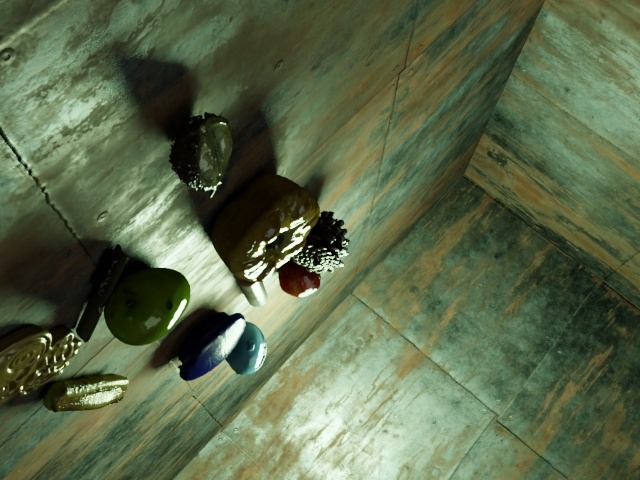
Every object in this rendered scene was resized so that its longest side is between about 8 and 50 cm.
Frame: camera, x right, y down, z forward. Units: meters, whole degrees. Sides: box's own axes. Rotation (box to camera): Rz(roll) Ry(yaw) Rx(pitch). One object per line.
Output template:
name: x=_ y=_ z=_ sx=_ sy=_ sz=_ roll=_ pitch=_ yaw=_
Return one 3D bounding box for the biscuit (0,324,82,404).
biscuit: x=-0.576 y=0.247 z=1.359 sx=0.202 sy=0.044 sz=0.289 roll=-51 pitch=164 yaw=6

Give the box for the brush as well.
brush: x=-0.447 y=0.111 z=1.396 sx=0.036 sy=0.043 sz=0.248 roll=-4 pitch=137 yaw=-48

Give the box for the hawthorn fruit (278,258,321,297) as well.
hawthorn fruit: x=-0.078 y=0.110 z=2.370 sx=0.148 sy=0.148 sz=0.172 roll=-43 pitch=138 yaw=-23

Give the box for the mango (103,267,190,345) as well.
mango: x=-0.365 y=0.139 z=1.529 sx=0.175 sy=0.143 sz=0.293 roll=-51 pitch=176 yaw=5

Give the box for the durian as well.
durian: x=-0.223 y=-0.150 z=1.268 sx=0.188 sy=0.091 sz=0.148 roll=81 pitch=23 yaw=-46

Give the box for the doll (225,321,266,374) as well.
doll: x=-0.260 y=0.367 z=2.372 sx=0.141 sy=0.177 sz=0.314 roll=0 pitch=168 yaw=-14

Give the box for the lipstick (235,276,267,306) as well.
lipstick: x=-0.209 y=0.143 z=2.148 sx=0.070 sy=0.070 sz=0.254 roll=-46 pitch=166 yaw=-13

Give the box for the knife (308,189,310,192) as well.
knife: x=-0.066 y=-0.126 z=1.982 sx=0.078 sy=0.023 sz=0.166 roll=-54 pitch=167 yaw=-1

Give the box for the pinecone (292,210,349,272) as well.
pinecone: x=0.000 y=0.000 z=2.201 sx=0.208 sy=0.208 sz=0.207 roll=-46 pitch=166 yaw=-15

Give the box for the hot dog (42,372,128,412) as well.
hot dog: x=-0.556 y=0.360 z=1.668 sx=0.289 sy=0.068 sz=0.083 roll=26 pitch=81 yaw=-71

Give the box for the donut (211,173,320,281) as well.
donut: x=-0.138 y=-0.027 z=1.750 sx=0.299 sy=0.150 sz=0.317 roll=-36 pitch=162 yaw=-42

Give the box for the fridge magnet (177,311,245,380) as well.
fridge magnet: x=-0.334 y=0.320 z=2.141 sx=0.265 sy=0.113 sz=0.265 roll=-45 pitch=165 yaw=-15
